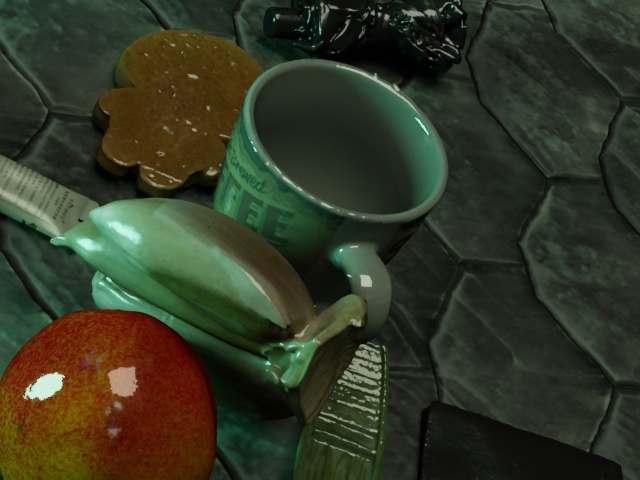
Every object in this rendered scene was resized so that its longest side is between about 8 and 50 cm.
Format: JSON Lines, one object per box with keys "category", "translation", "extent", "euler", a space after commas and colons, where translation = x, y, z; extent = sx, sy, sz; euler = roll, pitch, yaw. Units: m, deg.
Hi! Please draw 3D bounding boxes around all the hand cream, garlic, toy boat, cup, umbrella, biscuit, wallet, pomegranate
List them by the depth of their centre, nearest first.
{"category": "pomegranate", "translation": [-0.195, 0.190, 1.581], "extent": [0.221, 0.221, 0.256], "euler": [-9, 83, -33]}
{"category": "garlic", "translation": [-0.102, 0.069, 1.687], "extent": [0.325, 0.279, 0.132], "euler": [29, 58, 24]}
{"category": "toy boat", "translation": [0.020, 0.224, 1.767], "extent": [0.093, 0.055, 0.293], "euler": [22, 45, -7]}
{"category": "cup", "translation": [0.000, 0.000, 1.813], "extent": [0.227, 0.257, 0.301], "euler": [0, 50, -24]}
{"category": "hand cream", "translation": [-0.356, -0.067, 1.847], "extent": [0.234, 0.050, 0.080], "euler": [27, 44, -9]}
{"category": "wallet", "translation": [0.223, 0.260, 1.859], "extent": [0.244, 0.025, 0.124], "euler": [19, 45, -11]}
{"category": "biscuit", "translation": [-0.164, -0.150, 2.015], "extent": [0.202, 0.044, 0.288], "euler": [27, 46, -2]}
{"category": "umbrella", "translation": [0.055, -0.276, 2.203], "extent": [0.272, 0.110, 0.122], "euler": [-1, 52, -22]}
